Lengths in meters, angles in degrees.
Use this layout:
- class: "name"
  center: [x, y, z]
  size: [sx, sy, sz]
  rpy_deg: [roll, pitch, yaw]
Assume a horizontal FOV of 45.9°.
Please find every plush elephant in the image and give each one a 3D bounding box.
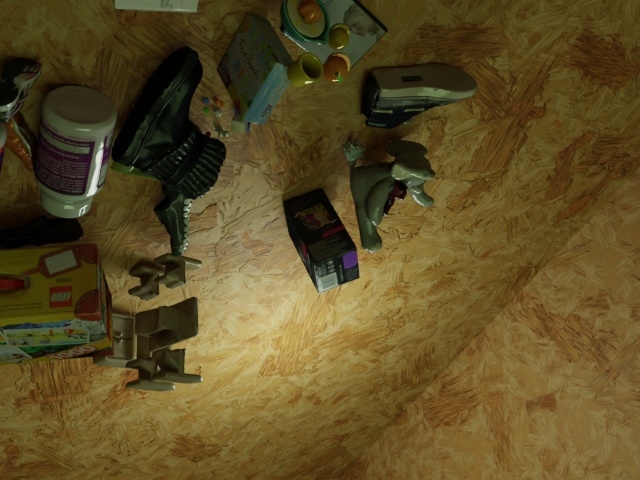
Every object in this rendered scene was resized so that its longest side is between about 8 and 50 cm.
- class: "plush elephant"
  center: [0.229, -0.174, 2.272]
  size: [0.256, 0.271, 0.329]
  rpy_deg: [-8, 120, 15]

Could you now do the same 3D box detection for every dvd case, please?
- class: "dvd case"
  center: [0.039, -0.539, 1.927]
  size: [0.180, 0.022, 0.253]
  rpy_deg: [-42, 140, 18]

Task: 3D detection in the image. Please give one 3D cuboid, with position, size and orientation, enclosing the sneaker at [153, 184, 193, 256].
- class: "sneaker"
  center: [-0.421, -0.063, 2.136]
  size: [0.106, 0.078, 0.234]
  rpy_deg: [2, 116, -20]

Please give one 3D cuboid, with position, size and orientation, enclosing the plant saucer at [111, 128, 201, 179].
- class: "plant saucer"
  center: [-0.426, -0.226, 1.986]
  size: [0.188, 0.045, 0.188]
  rpy_deg: [10, 129, -39]

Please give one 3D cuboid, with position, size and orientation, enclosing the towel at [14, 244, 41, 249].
- class: "towel"
  center: [-0.824, 0.084, 2.026]
  size: [0.282, 0.049, 0.187]
  rpy_deg: [-15, 155, 14]

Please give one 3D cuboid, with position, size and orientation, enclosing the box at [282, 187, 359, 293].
- class: "box"
  center: [0.000, 0.000, 2.328]
  size: [0.143, 0.270, 0.165]
  rpy_deg: [-20, 142, -10]

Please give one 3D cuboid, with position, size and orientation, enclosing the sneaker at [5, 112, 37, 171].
- class: "sneaker"
  center: [-0.719, -0.235, 1.794]
  size: [0.068, 0.064, 0.175]
  rpy_deg: [-4, 137, 3]

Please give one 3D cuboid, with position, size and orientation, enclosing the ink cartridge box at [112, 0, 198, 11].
- class: "ink cartridge box"
  center: [-0.338, -0.580, 1.469]
  size: [0.168, 0.232, 0.171]
  rpy_deg: [-7, 138, -26]

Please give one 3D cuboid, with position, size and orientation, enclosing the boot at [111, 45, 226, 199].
- class: "boot"
  center: [-0.326, -0.283, 1.867]
  size: [0.260, 0.131, 0.348]
  rpy_deg: [24, 114, -36]

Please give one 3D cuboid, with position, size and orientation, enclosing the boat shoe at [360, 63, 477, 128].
- class: "boat shoe"
  center: [0.271, -0.407, 2.162]
  size: [0.341, 0.127, 0.158]
  rpy_deg: [-2, 143, -18]

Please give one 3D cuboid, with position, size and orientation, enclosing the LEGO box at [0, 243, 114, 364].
- class: "LEGO box"
  center: [-0.806, 0.179, 1.946]
  size: [0.501, 0.193, 0.372]
  rpy_deg: [-4, 156, -10]

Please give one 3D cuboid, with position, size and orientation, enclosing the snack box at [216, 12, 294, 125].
- class: "snack box"
  center: [-0.155, -0.409, 1.803]
  size: [0.070, 0.207, 0.174]
  rpy_deg: [7, 133, -40]

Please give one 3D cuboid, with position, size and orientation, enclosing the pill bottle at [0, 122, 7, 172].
- class: "pill bottle"
  center: [-0.826, -0.150, 1.714]
  size: [0.182, 0.181, 0.323]
  rpy_deg: [0, 135, -32]

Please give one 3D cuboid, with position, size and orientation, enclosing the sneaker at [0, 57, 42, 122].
- class: "sneaker"
  center: [-0.665, -0.324, 1.634]
  size: [0.072, 0.178, 0.077]
  rpy_deg: [23, 137, -3]

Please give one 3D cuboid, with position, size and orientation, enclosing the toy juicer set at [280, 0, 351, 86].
- class: "toy juicer set"
  center: [-0.009, -0.513, 1.729]
  size: [0.209, 0.328, 0.089]
  rpy_deg: [-10, 174, -42]

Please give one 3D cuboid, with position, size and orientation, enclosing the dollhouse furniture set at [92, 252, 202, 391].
- class: "dollhouse furniture set"
  center: [-0.478, 0.282, 2.315]
  size: [0.394, 0.362, 0.257]
  rpy_deg: [-22, 153, 38]

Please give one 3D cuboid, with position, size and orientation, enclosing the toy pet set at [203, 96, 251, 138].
- class: "toy pet set"
  center: [-0.242, -0.330, 1.986]
  size: [0.114, 0.065, 0.122]
  rpy_deg: [12, 135, 6]

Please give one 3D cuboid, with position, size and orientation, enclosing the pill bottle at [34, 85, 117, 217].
- class: "pill bottle"
  center: [-0.593, -0.203, 1.807]
  size: [0.169, 0.169, 0.301]
  rpy_deg: [-2, 136, -30]

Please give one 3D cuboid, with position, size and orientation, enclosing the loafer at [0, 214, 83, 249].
- class: "loafer"
  center: [-0.746, -0.032, 1.999]
  size: [0.220, 0.080, 0.078]
  rpy_deg: [-11, 124, -23]
